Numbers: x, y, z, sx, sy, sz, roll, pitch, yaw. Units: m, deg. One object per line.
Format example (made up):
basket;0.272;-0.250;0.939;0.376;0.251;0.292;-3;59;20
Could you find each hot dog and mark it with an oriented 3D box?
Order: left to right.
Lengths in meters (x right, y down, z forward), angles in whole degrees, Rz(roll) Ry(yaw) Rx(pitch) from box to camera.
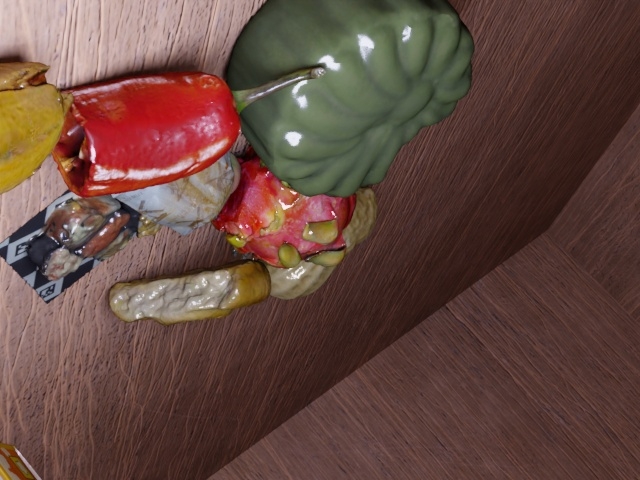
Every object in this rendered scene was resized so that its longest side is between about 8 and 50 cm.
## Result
hot dog;-0.213;-0.103;1.611;0.270;0.082;0.162;32;78;-61

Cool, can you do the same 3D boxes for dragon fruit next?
dragon fruit;-0.049;-0.073;1.903;0.227;0.243;0.307;-45;-156;17

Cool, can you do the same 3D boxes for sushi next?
sushi;-0.312;-0.013;1.713;0.294;0.059;0.292;-40;164;-8

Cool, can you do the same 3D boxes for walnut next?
walnut;-0.359;-0.111;1.211;0.245;0.137;0.137;-31;161;-45

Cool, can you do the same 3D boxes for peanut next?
peanut;0.000;0.000;2.358;0.305;0.147;0.147;-45;164;-6

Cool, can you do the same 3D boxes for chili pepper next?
chili pepper;-0.169;-0.151;1.454;0.338;0.134;0.131;-20;134;-31

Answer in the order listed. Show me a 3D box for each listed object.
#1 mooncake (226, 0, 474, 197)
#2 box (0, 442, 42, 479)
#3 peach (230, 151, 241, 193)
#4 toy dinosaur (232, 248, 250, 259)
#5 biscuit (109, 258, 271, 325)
mooncake;0.047;-0.227;1.637;0.351;0.187;0.351;-23;146;-17
box;-0.621;0.551;2.090;0.283;0.259;0.214;-41;166;-4
peach;-0.163;-0.102;1.782;0.083;0.083;0.083;-38;164;-13
toy dinosaur;-0.146;0.015;2.215;0.058;0.037;0.180;-64;174;-10
biscuit;-0.201;0.090;1.952;0.274;0.091;0.213;-12;179;30
